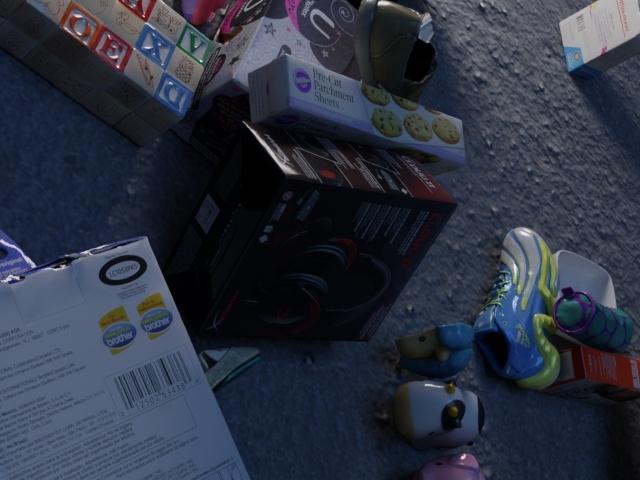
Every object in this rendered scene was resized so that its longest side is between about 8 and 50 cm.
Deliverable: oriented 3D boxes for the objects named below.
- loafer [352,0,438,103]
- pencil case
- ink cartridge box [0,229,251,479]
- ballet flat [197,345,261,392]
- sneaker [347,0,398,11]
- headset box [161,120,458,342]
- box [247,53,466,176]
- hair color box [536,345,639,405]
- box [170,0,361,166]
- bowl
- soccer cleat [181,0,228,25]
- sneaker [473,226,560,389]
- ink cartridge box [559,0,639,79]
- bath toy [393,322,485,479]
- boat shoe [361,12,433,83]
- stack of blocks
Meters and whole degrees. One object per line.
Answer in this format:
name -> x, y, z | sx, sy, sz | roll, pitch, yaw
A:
loafer -> 0.099, -0.200, 1.453 | 0.251, 0.087, 0.094 | 69, 33, -61
pencil case -> 0.389, 0.115, 1.670 | 0.152, 0.064, 0.070 | 24, 55, -51
ink cartridge box -> -0.242, 0.166, 1.085 | 0.270, 0.151, 0.395 | -20, 87, -47
ballet flat -> -0.128, 0.147, 1.275 | 0.052, 0.057, 0.168 | 52, 43, 2
sneaker -> 0.098, -0.391, 1.711 | 0.315, 0.127, 0.182 | 12, 67, -32
headset box -> 0.000, 0.000, 1.334 | 0.293, 0.218, 0.110 | 7, 34, -42
box -> 0.052, -0.138, 1.375 | 0.324, 0.063, 0.067 | 14, 65, -46
hair color box -> 0.402, 0.201, 1.724 | 0.167, 0.093, 0.053 | 14, 63, -38
box -> -0.053, -0.205, 1.450 | 0.163, 0.142, 0.247 | 40, 47, -23
bowl -> 0.389, 0.096, 1.792 | 0.142, 0.053, 0.142 | 23, 57, -35
soccer cleat -> -0.144, -0.374, 1.505 | 0.095, 0.083, 0.248 | 20, 58, -1
sneaker -> 0.274, 0.089, 1.658 | 0.126, 0.091, 0.240 | 10, 65, -40
ink cartridge box -> 0.511, -0.367, 2.036 | 0.061, 0.181, 0.104 | 12, 63, -40
bath toy -> 0.166, 0.284, 1.435 | 0.151, 0.129, 0.348 | 10, 65, -41
boat shoe -> 0.088, -0.216, 1.629 | 0.096, 0.098, 0.277 | 50, 54, -14
stack of blocks -> -0.267, -0.264, 1.313 | 0.297, 0.087, 0.171 | 37, 49, -25
